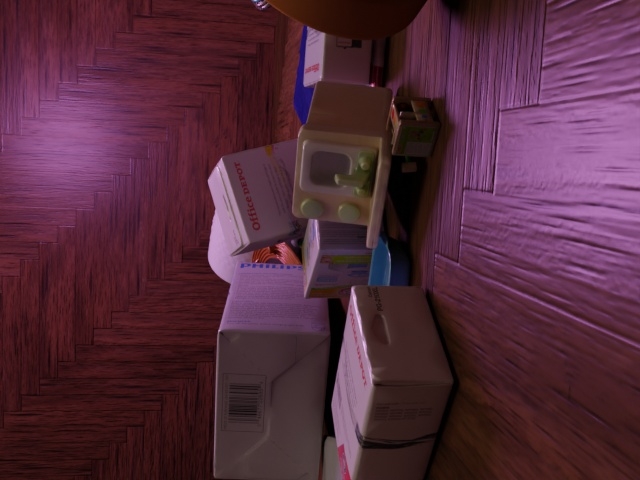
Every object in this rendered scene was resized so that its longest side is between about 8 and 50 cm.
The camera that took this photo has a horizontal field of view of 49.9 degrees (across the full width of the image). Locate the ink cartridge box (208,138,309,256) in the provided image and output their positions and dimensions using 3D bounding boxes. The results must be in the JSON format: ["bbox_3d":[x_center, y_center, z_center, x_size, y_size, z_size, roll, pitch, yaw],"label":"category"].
[{"bbox_3d":[-0.078,-0.087,1.343,0.168,0.233,0.171,-32,75,68],"label":"ink cartridge box"}]

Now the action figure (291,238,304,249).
[{"bbox_3d":[-0.034,-0.032,1.694,0.232,0.137,0.063,91,164,-61],"label":"action figure"}]

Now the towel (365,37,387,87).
[{"bbox_3d":[0.076,-0.327,1.239,0.237,0.037,0.329,-114,27,-68],"label":"towel"}]

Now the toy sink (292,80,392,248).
[{"bbox_3d":[0.032,-0.117,1.023,0.234,0.131,0.152,-82,-2,-53],"label":"toy sink"}]

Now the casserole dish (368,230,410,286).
[{"bbox_3d":[0.099,0.078,1.016,0.114,0.037,0.188,-109,23,-67],"label":"casserole dish"}]

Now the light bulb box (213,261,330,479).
[{"bbox_3d":[-0.102,0.276,1.529,0.361,0.225,0.357,-94,8,-71],"label":"light bulb box"}]

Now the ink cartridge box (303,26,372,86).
[{"bbox_3d":[0.031,-0.366,1.166,0.153,0.087,0.208,-142,56,-74],"label":"ink cartridge box"}]

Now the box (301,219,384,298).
[{"bbox_3d":[0.034,0.016,1.181,0.203,0.114,0.103,108,160,-61],"label":"box"}]

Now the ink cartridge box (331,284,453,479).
[{"bbox_3d":[0.083,0.198,0.887,0.172,0.100,0.237,-100,14,-52],"label":"ink cartridge box"}]

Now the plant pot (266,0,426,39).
[{"bbox_3d":[0.044,-0.405,0.770,0.203,0.291,0.290,136,138,-54],"label":"plant pot"}]

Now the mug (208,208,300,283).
[{"bbox_3d":[-0.159,-0.088,2.076,0.374,0.276,0.328,-51,-18,-50],"label":"mug"}]

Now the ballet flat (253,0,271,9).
[{"bbox_3d":[-0.030,-0.743,1.553,0.164,0.182,0.482,13,94,49],"label":"ballet flat"}]

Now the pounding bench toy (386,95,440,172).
[{"bbox_3d":[0.115,-0.138,0.897,0.065,0.052,0.083,-97,12,-45],"label":"pounding bench toy"}]

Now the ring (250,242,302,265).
[{"bbox_3d":[-0.107,0.153,1.845,0.336,0.032,0.336,35,134,46],"label":"ring"}]

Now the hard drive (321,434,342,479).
[{"bbox_3d":[0.045,0.471,1.274,0.307,0.040,0.203,123,147,-74],"label":"hard drive"}]

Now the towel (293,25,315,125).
[{"bbox_3d":[0.002,-0.390,1.629,0.308,0.076,0.227,102,159,-47],"label":"towel"}]
